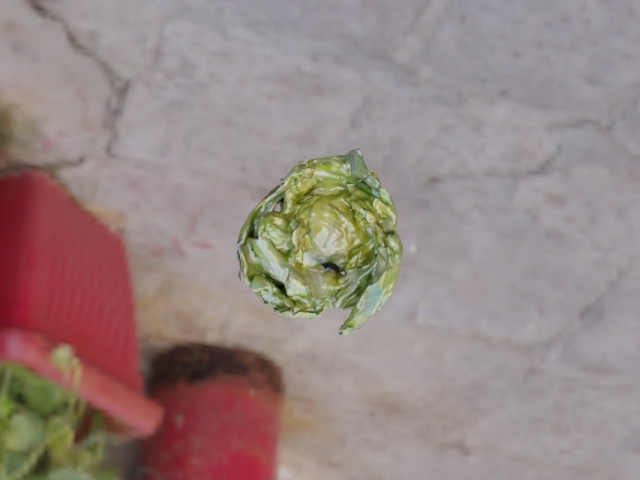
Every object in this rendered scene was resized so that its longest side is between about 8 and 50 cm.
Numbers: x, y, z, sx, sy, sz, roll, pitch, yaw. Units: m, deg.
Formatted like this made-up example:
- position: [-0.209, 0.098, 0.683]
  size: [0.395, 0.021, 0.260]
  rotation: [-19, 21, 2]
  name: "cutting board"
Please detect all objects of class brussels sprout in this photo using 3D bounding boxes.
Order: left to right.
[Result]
- position: [0.000, 0.000, 0.806]
  size: [0.085, 0.085, 0.058]
  rotation: [3, -179, 10]
  name: "brussels sprout"
